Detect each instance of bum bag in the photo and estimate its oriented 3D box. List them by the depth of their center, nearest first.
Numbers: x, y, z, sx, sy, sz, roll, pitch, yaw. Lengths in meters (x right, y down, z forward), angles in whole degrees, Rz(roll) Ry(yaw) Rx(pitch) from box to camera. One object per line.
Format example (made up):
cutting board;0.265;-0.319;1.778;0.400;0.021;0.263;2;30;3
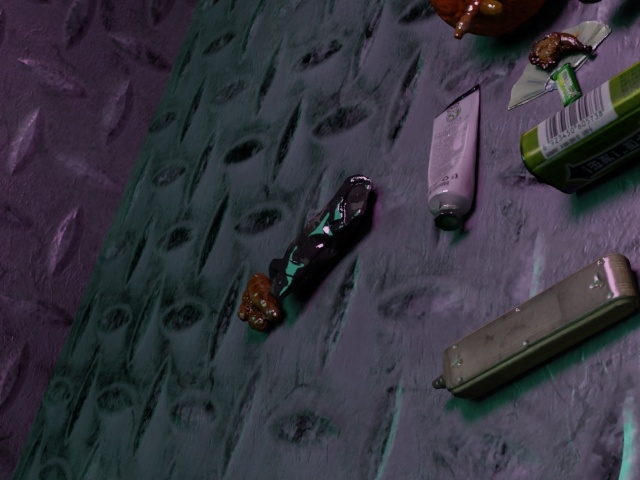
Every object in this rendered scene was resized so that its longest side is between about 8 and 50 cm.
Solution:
bum bag;0.000;0.000;2.089;0.340;0.095;0.144;-46;25;17

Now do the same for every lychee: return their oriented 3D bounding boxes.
lychee;0.317;-0.501;1.833;0.255;0.255;0.300;-25;24;49

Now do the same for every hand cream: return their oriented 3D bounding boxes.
hand cream;0.251;-0.158;1.853;0.121;0.076;0.336;-30;36;37

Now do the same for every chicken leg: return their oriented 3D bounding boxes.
chicken leg;0.421;-0.338;1.725;0.145;0.037;0.062;-14;74;57

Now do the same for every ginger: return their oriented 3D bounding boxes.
ginger;-0.145;0.149;2.218;0.103;0.073;0.162;-54;31;18

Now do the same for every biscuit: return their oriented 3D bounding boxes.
biscuit;0.426;-0.265;1.684;0.046;0.016;0.089;-44;39;37

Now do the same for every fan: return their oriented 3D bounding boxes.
fan;0.422;-0.319;1.755;0.240;0.009;0.131;-39;34;37

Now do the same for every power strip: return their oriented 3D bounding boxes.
power strip;0.314;0.147;1.485;0.387;0.066;0.092;-36;40;36

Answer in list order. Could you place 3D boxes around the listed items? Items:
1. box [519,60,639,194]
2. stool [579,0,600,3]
box;0.465;-0.191;1.446;0.345;0.134;0.097;-34;44;43
stool;0.520;-0.472;1.583;0.228;0.139;0.153;-22;48;52
